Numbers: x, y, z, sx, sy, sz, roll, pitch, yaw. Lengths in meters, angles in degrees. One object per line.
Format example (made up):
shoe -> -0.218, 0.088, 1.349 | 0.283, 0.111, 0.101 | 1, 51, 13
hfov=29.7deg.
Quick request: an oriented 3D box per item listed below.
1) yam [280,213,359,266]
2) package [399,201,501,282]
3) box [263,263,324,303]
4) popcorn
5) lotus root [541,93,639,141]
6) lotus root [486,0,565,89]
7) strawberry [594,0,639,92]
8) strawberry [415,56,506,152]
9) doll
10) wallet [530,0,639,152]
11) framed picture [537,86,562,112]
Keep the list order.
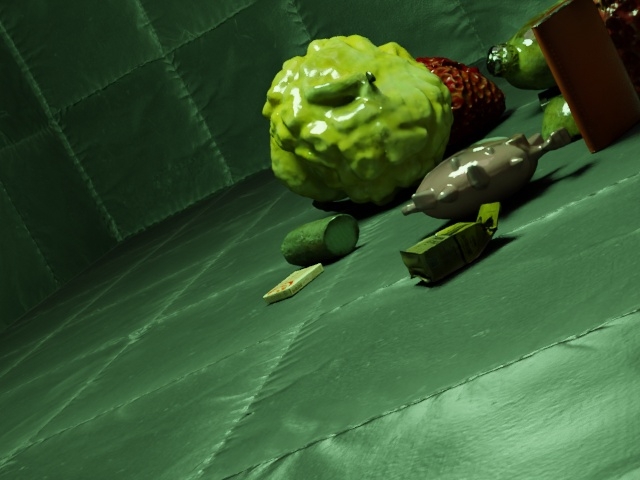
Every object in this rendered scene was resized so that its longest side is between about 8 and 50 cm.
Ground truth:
yam -> 0.000, 0.000, 1.948 | 0.070, 0.069, 0.146 | -34, 10, -36
package -> 0.166, 0.004, 1.476 | 0.131, 0.047, 0.071 | -29, 6, -16
box -> -0.041, 0.067, 1.862 | 0.058, 0.015, 0.093 | -19, 12, 40
popcorn -> 0.064, -0.195, 2.222 | 0.349, 0.349, 0.381 | -35, -27, -39
lotus root -> 0.429, -0.225, 1.903 | 0.204, 0.078, 0.183 | -26, 10, 3
lotus root -> 0.444, -0.371, 2.297 | 0.309, 0.173, 0.173 | -31, 9, -24
strawberry -> 0.485, -0.343, 1.779 | 0.234, 0.178, 0.234 | -19, 46, 21
strawberry -> 0.267, -0.279, 2.420 | 0.244, 0.205, 0.205 | -9, -1, -27
doll -> 0.227, -0.091, 1.681 | 0.262, 0.093, 0.211 | -26, 2, 32
wallet -> 0.380, -0.242, 1.713 | 0.142, 0.204, 0.045 | -38, 14, -38
framed picture -> 0.474, -0.284, 2.270 | 0.128, 0.023, 0.168 | -26, 9, 13
